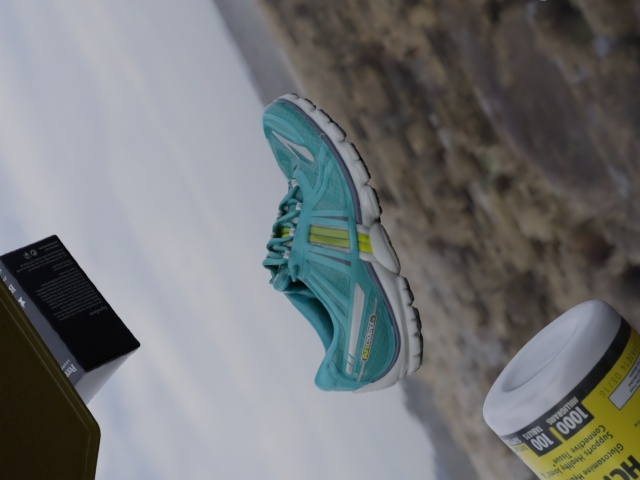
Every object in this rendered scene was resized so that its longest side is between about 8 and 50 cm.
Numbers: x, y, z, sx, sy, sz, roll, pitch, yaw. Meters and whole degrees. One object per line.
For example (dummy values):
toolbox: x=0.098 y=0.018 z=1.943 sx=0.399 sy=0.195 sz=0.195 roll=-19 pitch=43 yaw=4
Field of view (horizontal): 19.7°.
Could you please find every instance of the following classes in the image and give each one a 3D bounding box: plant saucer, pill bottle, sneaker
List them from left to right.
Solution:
plant saucer: x=-0.289 y=0.185 z=1.639 sx=0.333 sy=0.081 sz=0.333 roll=-90 pitch=-22 yaw=-49
sneaker: x=0.000 y=0.000 z=1.589 sx=0.107 sy=0.110 sz=0.275 roll=110 pitch=141 yaw=-70
pill bottle: x=0.351 y=0.240 z=2.006 sx=0.334 sy=0.188 sz=0.188 roll=45 pitch=-176 yaw=-6

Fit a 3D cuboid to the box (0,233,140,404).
box: x=-0.301 y=0.107 z=1.968 sx=0.158 sy=0.156 sz=0.093 roll=50 pitch=-142 yaw=11
